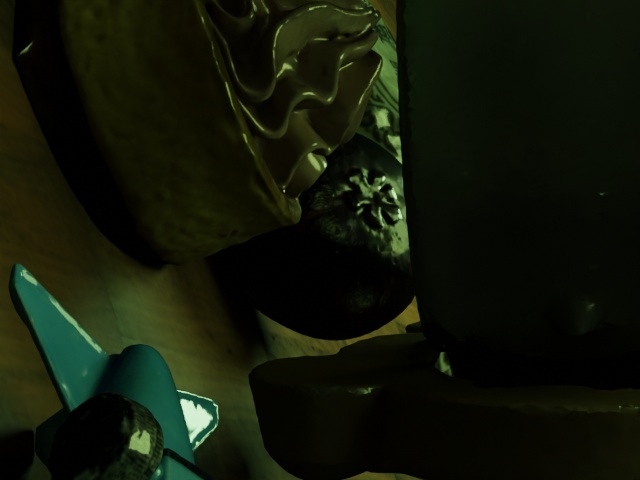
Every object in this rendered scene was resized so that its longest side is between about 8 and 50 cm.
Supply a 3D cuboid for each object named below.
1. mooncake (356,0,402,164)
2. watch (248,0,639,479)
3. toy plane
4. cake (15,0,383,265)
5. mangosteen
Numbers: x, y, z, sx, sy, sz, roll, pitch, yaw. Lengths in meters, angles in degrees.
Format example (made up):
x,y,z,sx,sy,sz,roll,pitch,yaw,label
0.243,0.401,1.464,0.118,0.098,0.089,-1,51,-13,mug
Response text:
x,y,z,sx,sy,sz,roll,pitch,yaw,label
0.037,-0.093,1.342,0.250,0.136,0.254,66,11,16,mooncake
0.131,-0.044,0.820,0.335,0.314,0.327,-23,111,-79,watch
-0.069,0.131,0.528,0.254,0.105,0.271,40,21,-35,toy plane
-0.052,-0.096,0.856,0.207,0.178,0.185,30,38,-66,cake
0.000,0.000,1.016,0.152,0.152,0.152,61,13,-24,mangosteen
